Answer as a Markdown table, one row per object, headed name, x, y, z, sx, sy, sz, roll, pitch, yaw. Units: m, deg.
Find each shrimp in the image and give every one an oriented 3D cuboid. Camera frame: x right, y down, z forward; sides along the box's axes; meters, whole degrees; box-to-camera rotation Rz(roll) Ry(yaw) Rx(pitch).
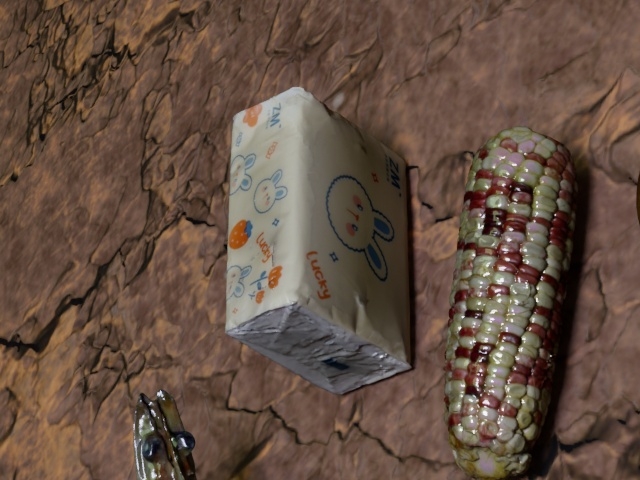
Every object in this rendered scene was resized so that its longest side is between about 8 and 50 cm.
| name | x | y | z | sx | sy | sz | roll | pitch | yaw |
| --- | --- | --- | --- | --- | --- | --- | --- | --- | --- |
| shrimp | -0.116 | 0.266 | 1.224 | 0.169 | 0.058 | 0.296 | -24 | 76 | 54 |

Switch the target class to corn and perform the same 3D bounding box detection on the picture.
| name | x | y | z | sx | sy | sz | roll | pitch | yaw |
| --- | --- | --- | --- | --- | --- | --- | --- | --- | --- |
| corn | 0.131 | 0.043 | 1.137 | 0.086 | 0.086 | 0.253 | -8 | 64 | 43 |

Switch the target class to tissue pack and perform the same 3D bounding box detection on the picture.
| name | x | y | z | sx | sy | sz | roll | pitch | yaw |
| --- | --- | --- | --- | --- | --- | --- | --- | --- | --- |
| tissue pack | 0.000 | 0.000 | 1.250 | 0.092 | 0.148 | 0.196 | -24 | 52 | 32 |

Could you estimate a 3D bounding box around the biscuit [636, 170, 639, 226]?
| name | x | y | z | sx | sy | sz | roll | pitch | yaw |
| --- | --- | --- | --- | --- | --- | --- | --- | --- | --- |
| biscuit | 0.295 | -0.050 | 1.057 | 0.212 | 0.036 | 0.212 | -24 | 53 | 36 |
